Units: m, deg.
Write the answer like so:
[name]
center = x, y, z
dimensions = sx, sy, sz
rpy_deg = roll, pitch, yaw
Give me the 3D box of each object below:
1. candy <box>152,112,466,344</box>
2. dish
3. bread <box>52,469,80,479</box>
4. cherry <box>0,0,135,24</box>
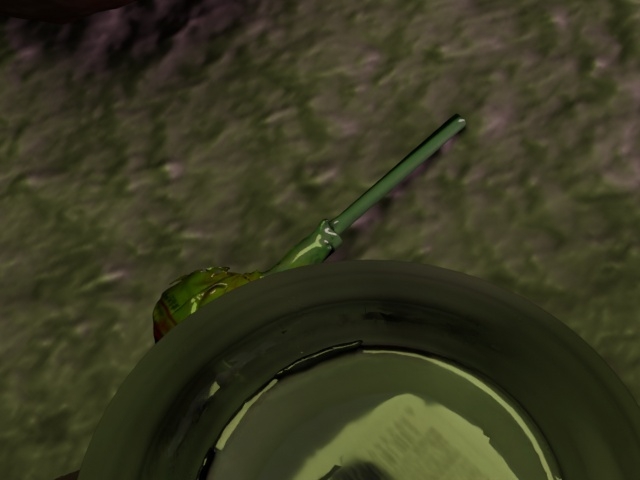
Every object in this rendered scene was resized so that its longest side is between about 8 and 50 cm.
[candy]
center = 0.000, 0.000, 0.687
dimensions = 0.194, 0.062, 0.058
rpy_deg = -42, 38, -16
[dish]
center = 0.023, 0.118, 0.568
dimensions = 0.260, 0.085, 0.260
rpy_deg = 0, 72, 0
[bread]
center = -0.081, 0.199, 0.622
dimensions = 0.229, 0.033, 0.228
rpy_deg = -6, 64, 13
[cherry]
center = -0.168, -0.281, 0.697
dimensions = 0.335, 0.326, 0.291
rpy_deg = 37, 58, 20
